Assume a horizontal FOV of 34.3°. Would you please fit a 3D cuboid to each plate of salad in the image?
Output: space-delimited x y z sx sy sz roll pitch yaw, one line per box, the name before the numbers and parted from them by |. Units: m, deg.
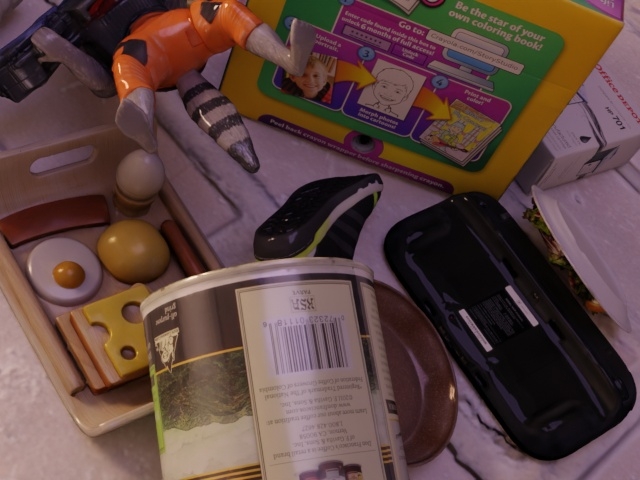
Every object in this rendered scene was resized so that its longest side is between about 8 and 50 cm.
plate of salad | 0.291 0.025 1.186 0.200 0.048 0.200 47 21 -24

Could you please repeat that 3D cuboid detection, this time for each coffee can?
coffee can | -0.030 0.173 0.839 0.201 0.201 0.276 -2 73 -24

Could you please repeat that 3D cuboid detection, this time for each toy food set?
toy food set | -0.184 0.022 1.000 0.219 0.092 0.306 -21 65 -33

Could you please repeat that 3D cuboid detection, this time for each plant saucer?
plant saucer | 0.053 0.133 1.028 0.198 0.036 0.199 21 53 -31

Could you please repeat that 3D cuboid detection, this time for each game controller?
game controller | 0.207 0.085 1.149 0.166 0.067 0.319 -27 68 -20

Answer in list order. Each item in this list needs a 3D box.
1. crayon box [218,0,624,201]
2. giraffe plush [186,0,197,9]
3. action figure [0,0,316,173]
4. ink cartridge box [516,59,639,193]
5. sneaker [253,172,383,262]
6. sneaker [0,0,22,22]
crayon box | 0.097 -0.222 1.146 0.362 0.313 0.106 20 50 -6
giraffe plush | -0.193 -0.357 1.222 0.210 0.170 0.181 -16 63 -31
action figure | -0.203 -0.166 1.050 0.341 0.179 0.330 -40 39 -11
ink cartridge box | 0.315 -0.154 1.346 0.190 0.082 0.140 -17 64 -30
sneaker | 0.000 0.000 1.118 0.234 0.084 0.097 -39 120 -51
sneaker | -0.376 -0.261 1.117 0.123 0.106 0.290 2 54 -19
